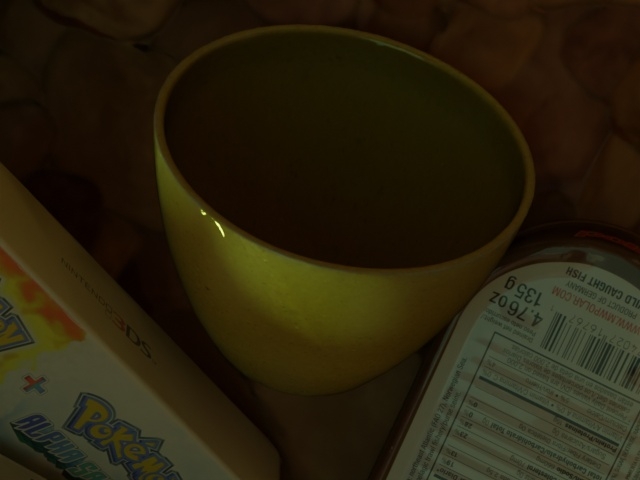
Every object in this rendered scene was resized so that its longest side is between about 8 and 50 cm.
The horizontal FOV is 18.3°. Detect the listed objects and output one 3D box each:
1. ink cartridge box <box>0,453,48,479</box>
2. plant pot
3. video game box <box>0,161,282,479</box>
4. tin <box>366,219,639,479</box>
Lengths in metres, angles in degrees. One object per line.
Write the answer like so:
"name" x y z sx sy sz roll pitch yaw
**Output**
"ink cartridge box" -0.147 0.155 0.738 0.333 0.065 0.165 33 119 -19
"plant pot" 0.000 0.000 0.714 0.134 0.134 0.095 23 131 10
"video game box" -0.147 0.074 0.756 0.187 0.048 0.205 -30 123 18
"tin" 0.077 0.083 0.749 0.106 0.040 0.189 27 108 13
